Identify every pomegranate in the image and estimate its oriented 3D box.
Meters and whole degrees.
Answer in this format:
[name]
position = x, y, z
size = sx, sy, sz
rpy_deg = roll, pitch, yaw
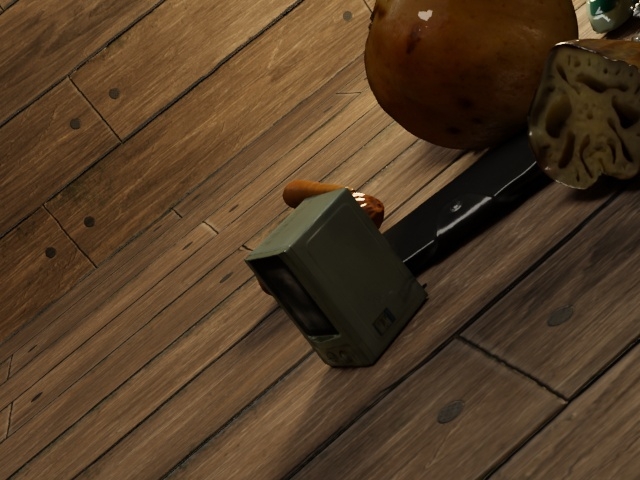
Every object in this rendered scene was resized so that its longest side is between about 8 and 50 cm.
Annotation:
[pomegranate]
position = 0.284, -0.334, 1.655
size = 0.410, 0.410, 0.410
rpy_deg = -35, 16, 11

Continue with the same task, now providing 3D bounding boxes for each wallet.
[wallet]
position = 0.212, -0.050, 1.519
size = 0.377, 0.051, 0.197
rpy_deg = -37, 14, 9

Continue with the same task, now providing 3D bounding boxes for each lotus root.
[lotus root]
position = 0.403, -0.169, 1.297
size = 0.180, 0.199, 0.188
rpy_deg = -14, 39, -38

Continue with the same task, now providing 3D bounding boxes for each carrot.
[carrot]
position = -0.004, -0.104, 2.129
size = 0.069, 0.069, 0.336
rpy_deg = -44, 20, -21

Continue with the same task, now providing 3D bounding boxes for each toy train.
[toy train]
position = 0.595, -0.526, 1.924
size = 0.086, 0.088, 0.407
rpy_deg = -13, 26, 34

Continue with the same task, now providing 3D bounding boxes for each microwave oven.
[microwave oven]
position = 0.020, 0.054, 1.355
size = 0.163, 0.205, 0.129
rpy_deg = -46, 18, -31

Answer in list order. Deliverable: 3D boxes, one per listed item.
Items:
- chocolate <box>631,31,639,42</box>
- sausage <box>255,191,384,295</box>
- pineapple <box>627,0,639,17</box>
[chocolate]
position = 0.547, -0.309, 1.477
size = 0.167, 0.072, 0.072
rpy_deg = -12, 30, 53
[sausage]
position = 0.000, 0.000, 1.735
size = 0.259, 0.113, 0.113
rpy_deg = -33, 16, 21
[pineapple]
position = 0.528, -0.469, 1.629
size = 0.165, 0.165, 0.364
rpy_deg = -35, 20, 10
